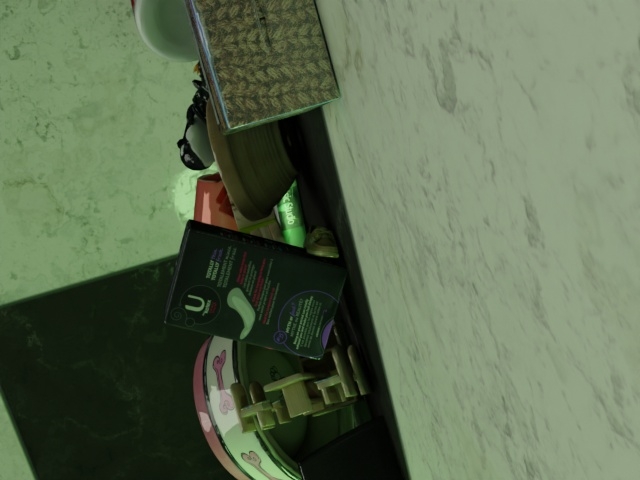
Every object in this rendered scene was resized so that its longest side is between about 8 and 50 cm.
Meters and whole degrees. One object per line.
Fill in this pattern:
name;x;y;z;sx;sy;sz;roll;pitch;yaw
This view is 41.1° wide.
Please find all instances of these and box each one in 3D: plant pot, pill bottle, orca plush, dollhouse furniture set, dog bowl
plant pot;0.055;0.435;1.529;0.187;0.166;0.188;99;155;-73
pill bottle;-0.373;-0.620;2.201;0.408;0.228;0.229;-118;13;-59
plant pot;-0.105;-0.161;1.510;0.237;0.109;0.238;-17;-90;-79
orca plush;-0.298;-0.258;1.972;0.151;0.102;0.287;47;-149;-51
dollhouse furniture set;-0.026;0.235;1.561;0.242;0.212;0.161;19;-129;-67
dog bowl;-0.099;0.324;1.762;0.408;0.150;0.408;43;-146;-38
plant pot;-0.258;-0.074;2.528;0.275;0.274;0.243;-129;34;-73

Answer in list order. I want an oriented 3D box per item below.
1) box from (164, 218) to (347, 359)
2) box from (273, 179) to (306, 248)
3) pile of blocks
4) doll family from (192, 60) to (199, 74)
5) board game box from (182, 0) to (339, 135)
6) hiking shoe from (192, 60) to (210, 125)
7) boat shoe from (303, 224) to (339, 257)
box;-0.113;0.080;1.440;0.143;0.270;0.165;-140;66;-77
box;-0.091;-0.120;1.857;0.232;0.058;0.322;-114;9;-46
pile of blocks;-0.160;-0.049;1.868;0.149;0.112;0.362;81;170;-51
doll family;-0.288;-0.448;2.381;0.263;0.118;0.163;-116;12;-54
board game box;-0.094;-0.273;1.143;0.291;0.141;0.232;-146;40;-79
hiking shoe;-0.187;-0.362;1.801;0.113;0.132;0.304;43;148;0
boat shoe;0.000;0.000;1.431;0.135;0.050;0.045;-150;69;-71
